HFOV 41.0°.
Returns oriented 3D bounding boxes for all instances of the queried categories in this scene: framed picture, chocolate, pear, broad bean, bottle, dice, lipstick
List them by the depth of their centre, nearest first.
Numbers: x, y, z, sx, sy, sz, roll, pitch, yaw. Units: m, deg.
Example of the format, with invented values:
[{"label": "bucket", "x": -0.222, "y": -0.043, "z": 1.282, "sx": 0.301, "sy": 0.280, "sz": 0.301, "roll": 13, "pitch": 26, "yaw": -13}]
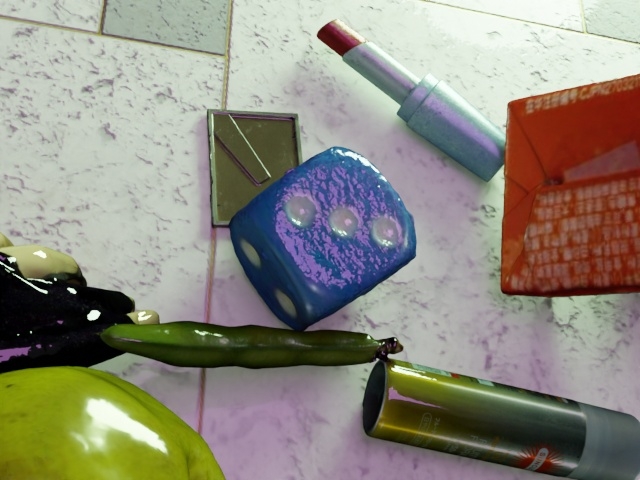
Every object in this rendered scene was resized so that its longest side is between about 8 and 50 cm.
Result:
[{"label": "pear", "x": -0.239, "y": 0.235, "z": 0.623, "sx": 0.375, "sy": 0.287, "sz": 0.287, "roll": -8, "pitch": 66, "yaw": 5}, {"label": "broad bean", "x": -0.062, "y": 0.099, "z": 0.798, "sx": 0.297, "sy": 0.060, "sz": 0.043, "roll": 5, "pitch": 82, "yaw": -27}, {"label": "dice", "x": 0.000, "y": 0.000, "z": 0.867, "sx": 0.146, "sy": 0.143, "sz": 0.146, "roll": -35, "pitch": 87, "yaw": -23}, {"label": "bottle", "x": 0.189, "y": 0.188, "z": 0.875, "sx": 0.286, "sy": 0.082, "sz": 0.082, "roll": 14, "pitch": 63, "yaw": -10}, {"label": "chocolate", "x": 0.323, "y": -0.052, "z": 0.926, "sx": 0.108, "sy": 0.237, "sz": 0.235, "roll": 17, "pitch": 72, "yaw": -45}, {"label": "framed picture", "x": -0.071, "y": -0.081, "z": 0.964, "sx": 0.109, "sy": 0.011, "sz": 0.149, "roll": 2, "pitch": 65, "yaw": -16}, {"label": "lipstick", "x": 0.112, "y": -0.177, "z": 1.035, "sx": 0.274, "sy": 0.061, "sz": 0.068, "roll": 39, "pitch": 70, "yaw": 3}]

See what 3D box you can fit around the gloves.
[{"label": "gloves", "x": -0.294, "y": 0.082, "z": 0.757, "sx": 0.301, "sy": 0.152, "sz": 0.197, "roll": -5, "pitch": 94, "yaw": -34}]
